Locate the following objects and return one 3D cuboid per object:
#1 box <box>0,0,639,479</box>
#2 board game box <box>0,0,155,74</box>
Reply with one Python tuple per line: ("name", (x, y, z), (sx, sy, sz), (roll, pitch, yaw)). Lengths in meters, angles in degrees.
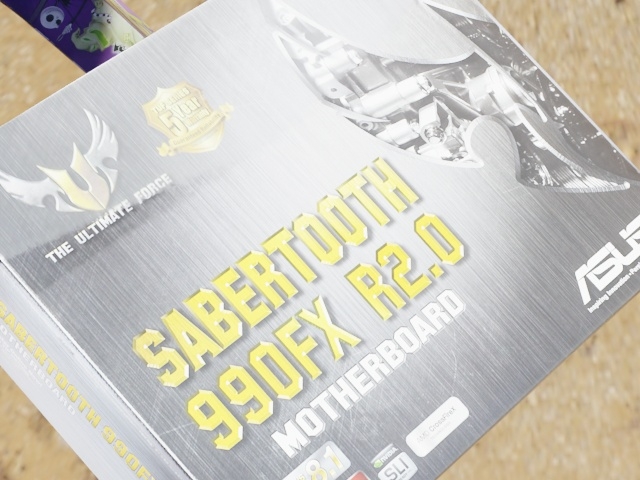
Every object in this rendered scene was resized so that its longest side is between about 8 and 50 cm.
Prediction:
("box", (0.000, 0.000, 0.628), (0.183, 0.231, 0.056), (49, 145, 7))
("board game box", (-0.130, -0.126, 1.172), (0.056, 0.208, 0.347), (-43, 133, 6))
